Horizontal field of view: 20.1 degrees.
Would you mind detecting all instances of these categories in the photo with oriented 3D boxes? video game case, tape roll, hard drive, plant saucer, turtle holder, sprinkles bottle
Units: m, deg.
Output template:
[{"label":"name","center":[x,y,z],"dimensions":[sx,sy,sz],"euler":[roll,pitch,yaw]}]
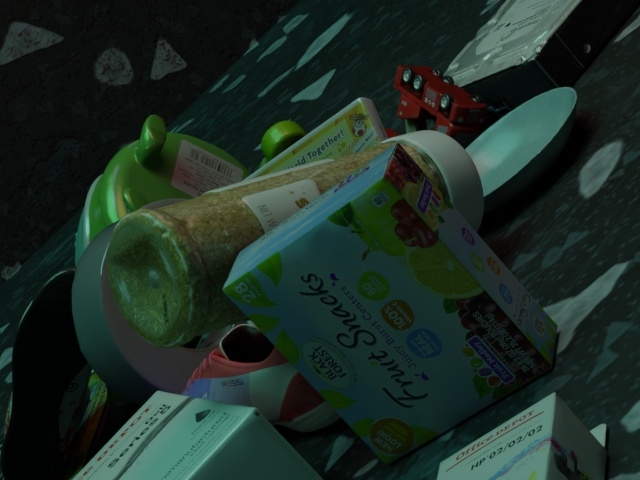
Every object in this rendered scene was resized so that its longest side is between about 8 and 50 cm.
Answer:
[{"label":"video game case","center":[0.000,0.000,1.821],"dimensions":[0.227,0.206,0.026],"euler":[-34,-24,30]},{"label":"tape roll","center":[-0.153,0.069,1.917],"dimensions":[0.072,0.219,0.219],"euler":[-25,22,52]},{"label":"video game case","center":[-0.325,0.266,2.136],"dimensions":[0.248,0.035,0.275],"euler":[-37,19,21]},{"label":"hard drive","center":[0.284,-0.271,2.097],"dimensions":[0.339,0.064,0.237],"euler":[-49,16,-25]},{"label":"plant saucer","center":[0.190,-0.077,1.813],"dimensions":[0.195,0.037,0.195],"euler":[-39,13,11]},{"label":"turtle holder","center":[-0.169,0.039,2.117],"dimensions":[0.243,0.320,0.227],"euler":[3,-37,-38]},{"label":"sprinkles bottle","center":[-0.015,-0.006,1.589],"dimensions":[0.355,0.121,0.121],"euler":[-18,-4,-40]}]

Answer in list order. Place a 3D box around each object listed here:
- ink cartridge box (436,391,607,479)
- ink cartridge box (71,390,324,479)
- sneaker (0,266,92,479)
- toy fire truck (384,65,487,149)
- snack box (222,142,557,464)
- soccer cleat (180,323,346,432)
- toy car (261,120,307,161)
[{"label":"ink cartridge box","center":[0.128,0.171,1.184],"dimensions":[0.104,0.061,0.181],"euler":[-35,15,24]},{"label":"ink cartridge box","center":[-0.133,0.242,1.557],"dimensions":[0.198,0.115,0.273],"euler":[-46,15,-17]},{"label":"sneaker","center":[-0.294,0.133,2.009],"dimensions":[0.145,0.090,0.270],"euler":[-87,12,-71]},{"label":"toy fire truck","center":[0.114,-0.127,2.064],"dimensions":[0.192,0.047,0.135],"euler":[42,127,53]},{"label":"snack box","center":[0.056,0.054,1.427],"dimensions":[0.174,0.207,0.070],"euler":[-34,16,27]},{"label":"soccer cleat","center":[-0.074,0.135,1.719],"dimensions":[0.318,0.116,0.108],"euler":[-23,23,52]},{"label":"toy car","center":[0.055,-0.061,1.947],"dimensions":[0.188,0.149,0.155],"euler":[-22,46,-19]}]
